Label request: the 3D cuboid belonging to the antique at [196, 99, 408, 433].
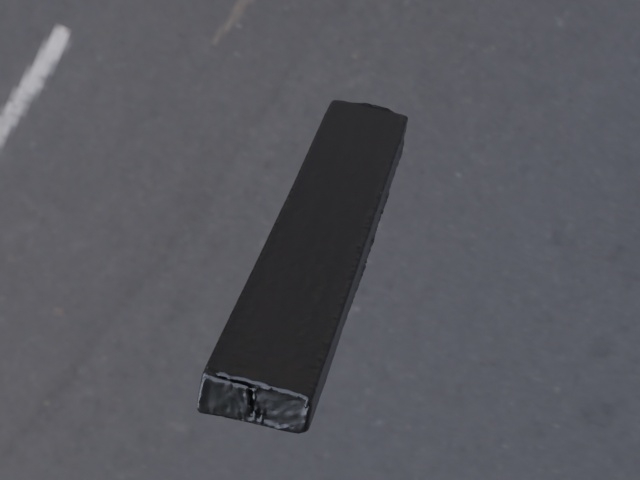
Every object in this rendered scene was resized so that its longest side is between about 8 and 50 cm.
[{"bbox_3d":[0.000,0.000,0.482,0.031,0.192,0.015,15,119,4],"label":"antique"}]
